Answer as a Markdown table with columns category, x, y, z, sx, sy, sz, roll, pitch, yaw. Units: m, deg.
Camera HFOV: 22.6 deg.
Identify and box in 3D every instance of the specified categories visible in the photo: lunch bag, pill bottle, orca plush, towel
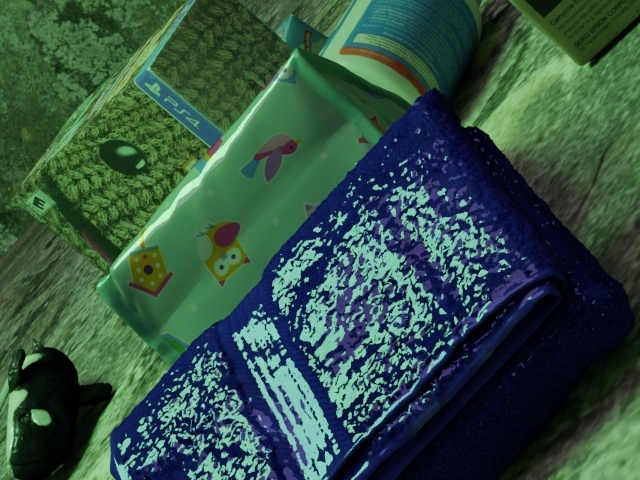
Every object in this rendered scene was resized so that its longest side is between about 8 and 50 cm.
| category | x | y | z | sx | sy | sz | roll | pitch | yaw |
| --- | --- | --- | --- | --- | --- | --- | --- | --- | --- |
| lunch bag | 0.000 | 0.000 | 1.132 | 0.223 | 0.160 | 0.262 | -47 | -14 | 12 |
| pill bottle | 0.075 | -0.177 | 1.458 | 0.124 | 0.124 | 0.221 | -34 | 20 | 48 |
| orca plush | -0.276 | 0.185 | 1.755 | 0.287 | 0.102 | 0.151 | -140 | 45 | -86 |
| towel | 0.008 | 0.078 | 0.902 | 0.308 | 0.076 | 0.228 | -47 | 44 | 11 |

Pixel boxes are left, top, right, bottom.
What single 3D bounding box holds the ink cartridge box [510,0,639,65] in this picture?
| category | x | y | z | sx | sy | sz | roll | pitch | yaw |
| --- | --- | --- | --- | --- | --- | --- | --- | --- | --- |
| ink cartridge box | 0.240 | -0.263 | 1.245 | 0.193 | 0.088 | 0.235 | -45 | 13 | 24 |

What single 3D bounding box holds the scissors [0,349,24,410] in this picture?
| category | x | y | z | sx | sy | sz | roll | pitch | yaw |
| --- | --- | --- | --- | --- | --- | --- | --- | --- | --- |
| scissors | -0.407 | 0.261 | 1.845 | 0.109 | 0.021 | 0.297 | 2 | 72 | 71 |

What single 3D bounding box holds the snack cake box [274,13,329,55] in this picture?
| category | x | y | z | sx | sy | sz | roll | pitch | yaw |
| --- | --- | --- | --- | --- | --- | --- | --- | --- | --- |
| snack cake box | -0.082 | -0.110 | 1.779 | 0.264 | 0.089 | 0.152 | -38 | 30 | 44 |

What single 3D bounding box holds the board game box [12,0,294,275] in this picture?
| category | x | y | z | sx | sy | sz | roll | pitch | yaw |
| --- | --- | --- | --- | --- | --- | --- | --- | --- | --- |
| board game box | -0.119 | -0.072 | 1.560 | 0.291 | 0.232 | 0.141 | -35 | 21 | 48 |
